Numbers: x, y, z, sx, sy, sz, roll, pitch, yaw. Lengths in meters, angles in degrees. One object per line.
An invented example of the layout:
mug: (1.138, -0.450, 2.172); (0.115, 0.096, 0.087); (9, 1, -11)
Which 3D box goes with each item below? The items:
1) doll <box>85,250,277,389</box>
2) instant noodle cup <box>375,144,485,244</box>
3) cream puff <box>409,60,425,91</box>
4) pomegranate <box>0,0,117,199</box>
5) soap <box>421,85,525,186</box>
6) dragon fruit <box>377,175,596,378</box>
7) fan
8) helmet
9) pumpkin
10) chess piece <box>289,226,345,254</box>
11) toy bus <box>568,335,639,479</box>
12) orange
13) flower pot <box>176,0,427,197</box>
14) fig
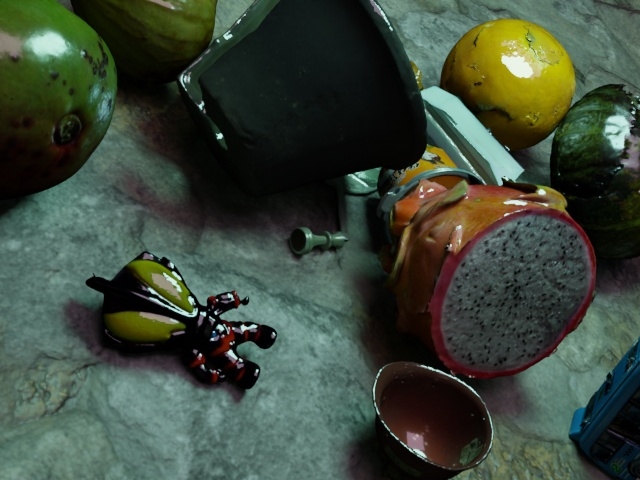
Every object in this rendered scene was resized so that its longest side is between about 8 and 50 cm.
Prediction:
doll: (-0.178, 0.098, 1.280); (0.249, 0.088, 0.127); (30, 42, -14)
instant noodle cup: (0.166, -0.075, 1.623); (0.208, 0.177, 0.125); (30, 24, -37)
cream puff: (0.130, -0.271, 1.812); (0.116, 0.094, 0.122); (0, 28, 21)
pomegranate: (-0.409, -0.212, 1.267); (0.291, 0.291, 0.323); (-7, 49, -38)
soap: (0.227, -0.148, 1.729); (0.230, 0.145, 0.091); (52, 43, 7)
dragon fruit: (0.225, 0.032, 1.480); (0.305, 0.305, 0.226); (9, 19, -29)
fan: (0.006, -0.140, 1.673); (0.223, 0.012, 0.294); (37, 41, -1)
helmet: (0.129, 0.253, 1.338); (0.175, 0.106, 0.155); (35, 43, 6)
pumpkin: (0.528, -0.111, 1.814); (0.320, 0.192, 0.320); (7, 82, -59)
chess piece: (0.000, 0.000, 1.527); (0.093, 0.042, 0.042); (-1, 54, -43)
toy bus: (0.479, 0.241, 1.492); (0.134, 0.246, 0.113); (27, 42, 5)
orange: (0.342, -0.284, 1.857); (0.246, 0.246, 0.246); (19, 45, -20)
flower pot: (-0.043, -0.206, 1.479); (0.251, 0.379, 0.379); (-34, 74, -15)
fig: (-0.302, -0.359, 1.474); (0.321, 0.217, 0.217); (12, 46, -45)
